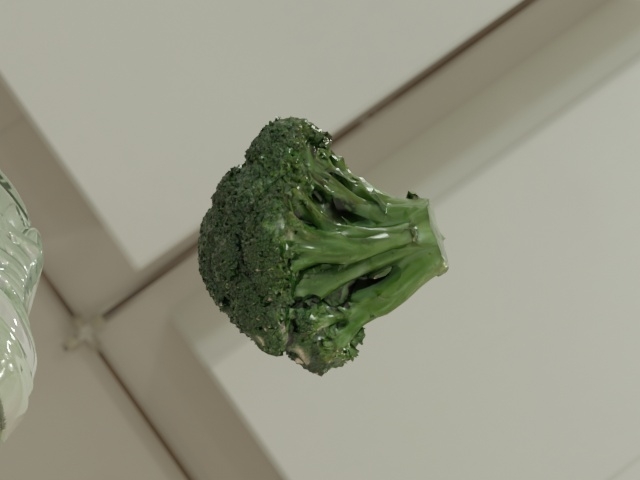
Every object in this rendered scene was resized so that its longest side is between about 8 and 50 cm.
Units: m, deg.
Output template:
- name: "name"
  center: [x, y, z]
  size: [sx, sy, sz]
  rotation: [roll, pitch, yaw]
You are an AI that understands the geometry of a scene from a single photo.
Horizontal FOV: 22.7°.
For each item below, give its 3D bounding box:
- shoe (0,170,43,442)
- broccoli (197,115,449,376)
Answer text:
- name: "shoe"
  center: [-0.219, 0.022, 0.968]
  size: [0.131, 0.160, 0.363]
  rotation: [34, -17, -15]
- name: "broccoli"
  center: [0.000, 0.000, 1.799]
  size: [0.308, 0.275, 0.308]
  rotation: [-12, 90, -81]
